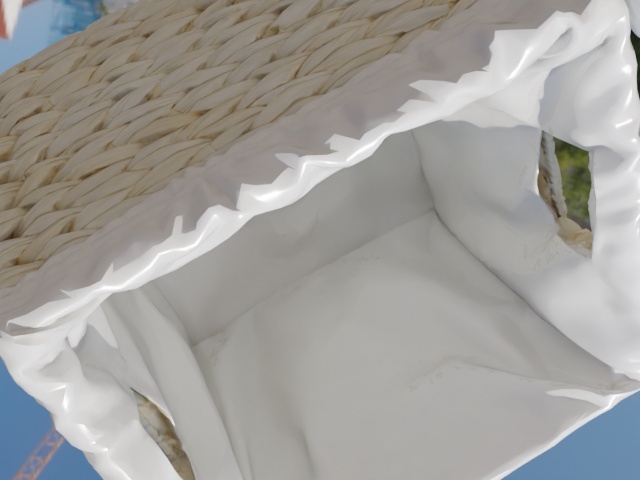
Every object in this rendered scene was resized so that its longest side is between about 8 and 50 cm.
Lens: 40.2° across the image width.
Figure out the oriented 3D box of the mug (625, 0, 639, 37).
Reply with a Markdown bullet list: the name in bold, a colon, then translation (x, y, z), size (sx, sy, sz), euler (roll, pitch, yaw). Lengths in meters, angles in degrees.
- **mug**: translation (0.340, -0.268, 0.526), size (0.328, 0.276, 0.374), euler (-7, 152, 28)

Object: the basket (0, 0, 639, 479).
- **basket**: translation (0.000, 0.000, 0.563), size (0.331, 0.328, 0.266), euler (-30, -137, -5)
